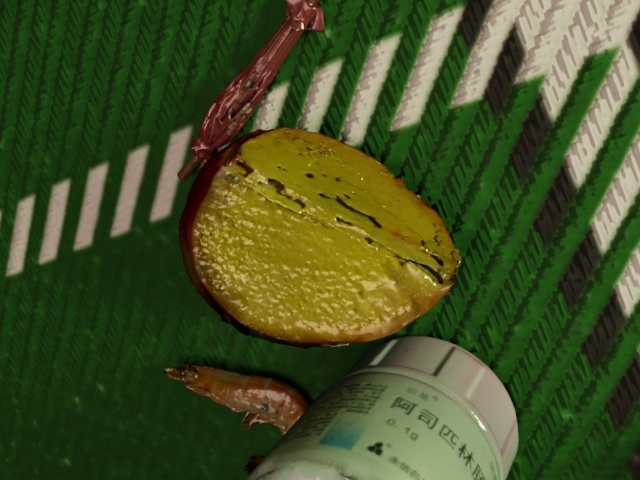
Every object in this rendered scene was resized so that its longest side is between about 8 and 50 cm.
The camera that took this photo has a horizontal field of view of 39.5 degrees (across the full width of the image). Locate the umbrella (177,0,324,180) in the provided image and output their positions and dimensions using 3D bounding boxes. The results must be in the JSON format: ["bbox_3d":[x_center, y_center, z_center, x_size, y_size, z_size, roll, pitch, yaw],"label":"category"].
[{"bbox_3d":[-0.050,-0.095,0.576,0.165,0.025,0.027,-49,62,30],"label":"umbrella"}]

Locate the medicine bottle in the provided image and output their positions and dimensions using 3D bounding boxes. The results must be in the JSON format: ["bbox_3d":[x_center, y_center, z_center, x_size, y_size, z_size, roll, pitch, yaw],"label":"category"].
[{"bbox_3d":[0.040,0.146,0.539,0.135,0.168,0.135,9,113,23],"label":"medicine bottle"}]

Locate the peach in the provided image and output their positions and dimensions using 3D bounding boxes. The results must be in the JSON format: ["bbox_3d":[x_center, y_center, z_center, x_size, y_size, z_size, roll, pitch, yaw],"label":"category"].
[{"bbox_3d":[0.002,-0.004,0.547,0.172,0.092,0.127,7,118,12],"label":"peach"}]

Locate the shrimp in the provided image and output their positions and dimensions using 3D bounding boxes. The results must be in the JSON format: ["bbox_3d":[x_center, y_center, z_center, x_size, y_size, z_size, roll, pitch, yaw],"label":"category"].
[{"bbox_3d":[-0.064,0.132,0.671,0.127,0.025,0.091,21,119,15],"label":"shrimp"}]
